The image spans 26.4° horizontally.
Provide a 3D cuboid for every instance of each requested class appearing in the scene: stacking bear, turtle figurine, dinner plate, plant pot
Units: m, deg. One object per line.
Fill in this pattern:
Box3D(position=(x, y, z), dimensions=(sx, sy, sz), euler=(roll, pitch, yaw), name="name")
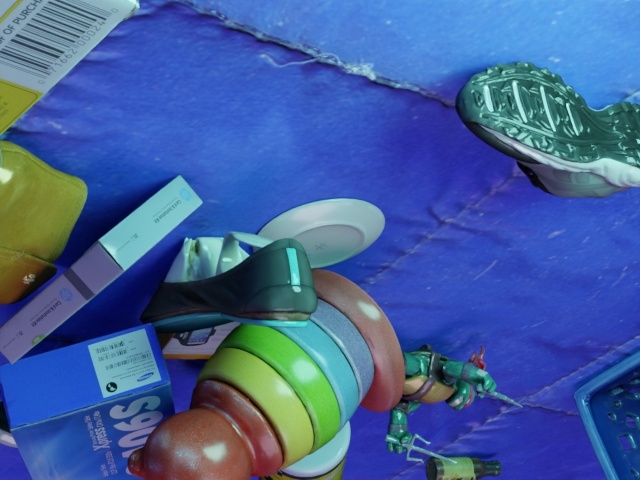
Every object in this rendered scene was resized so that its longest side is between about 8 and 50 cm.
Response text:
Box3D(position=(-0.063, 0.172, 1.391), dimensions=(0.289, 0.175, 0.164), euler=(-41, 158, -33), name="stacking bear")
Box3D(position=(0.125, 0.189, 1.713), dimensions=(0.234, 0.118, 0.175), euler=(21, 123, -26), name="turtle figurine")
Box3D(position=(0.000, 0.000, 1.421), dimensions=(0.141, 0.017, 0.141), euler=(-10, 152, -5), name="dinner plate")
Box3D(position=(0.540, 0.270, 1.938), dimensions=(0.212, 0.236, 0.236), euler=(8, 144, -44), name="plant pot")

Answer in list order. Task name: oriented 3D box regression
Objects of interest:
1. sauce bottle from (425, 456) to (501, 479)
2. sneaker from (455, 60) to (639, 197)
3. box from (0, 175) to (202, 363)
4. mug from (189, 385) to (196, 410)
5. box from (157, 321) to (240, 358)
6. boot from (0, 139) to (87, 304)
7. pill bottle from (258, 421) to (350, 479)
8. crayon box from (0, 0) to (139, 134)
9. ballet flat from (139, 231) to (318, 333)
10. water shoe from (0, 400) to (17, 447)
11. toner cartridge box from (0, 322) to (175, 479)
Box3D(position=(0.227, 0.360, 2.142), dimensions=(0.128, 0.042, 0.042), euler=(3, 147, -27), name="sauce bottle")
Box3D(position=(0.219, -0.087, 1.283), dimensions=(0.272, 0.100, 0.108), euler=(14, 146, -42), name="sneaker")
Box3D(position=(-0.208, 0.027, 1.263), dimensions=(0.186, 0.038, 0.145), euler=(-36, -174, 35), name="box")
Box3D(position=(-0.083, 0.181, 1.611), dimensions=(0.158, 0.097, 0.129), euler=(-38, 169, -40), name="mug")
Box3D(position=(-0.123, 0.090, 1.513), dimensions=(0.081, 0.028, 0.136), euler=(4, 144, -31), name="box")
Box3D(position=(-0.343, 0.035, 1.168), dimensions=(0.295, 0.104, 0.211), euler=(-46, 148, 9), name="boot")
Box3D(position=(-0.025, 0.290, 1.820), dimensions=(0.119, 0.119, 0.208), euler=(-9, 151, -9), name="pill bottle")
Box3D(position=(-0.307, -0.176, 0.893), dimensions=(0.202, 0.081, 0.319), euler=(-35, 146, 33), name="crayon box")
Box3D(position=(-0.090, 0.042, 1.346), dimensions=(0.095, 0.096, 0.280), euler=(3, 174, -36), name="ballet flat")
Box3D(position=(-0.290, 0.187, 1.586), dimensions=(0.203, 0.073, 0.080), euler=(-1, 129, -33), name="water shoe")
Box3D(position=(-0.239, 0.215, 1.490), dimensions=(0.165, 0.075, 0.348), euler=(-15, 153, -9), name="toner cartridge box")
